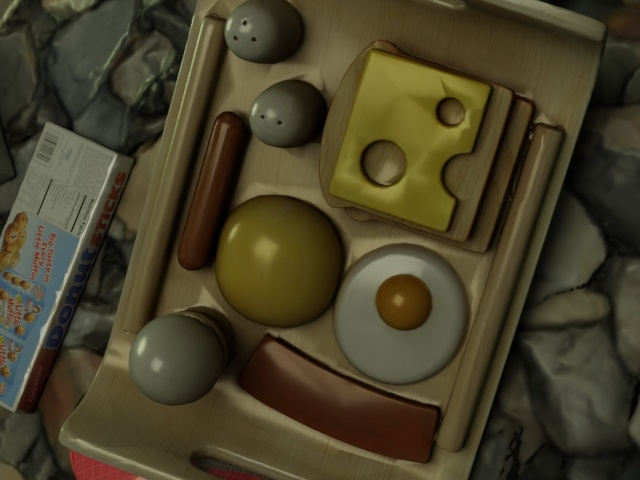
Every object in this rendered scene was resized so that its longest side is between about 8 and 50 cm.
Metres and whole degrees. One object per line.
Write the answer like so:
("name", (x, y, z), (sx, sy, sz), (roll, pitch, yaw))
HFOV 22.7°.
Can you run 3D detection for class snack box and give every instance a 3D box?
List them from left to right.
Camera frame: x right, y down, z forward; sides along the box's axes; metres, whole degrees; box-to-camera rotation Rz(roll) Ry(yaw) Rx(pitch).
("snack box", (-0.181, 0.017, 1.024), (0.064, 0.022, 0.178), (25, 95, 28))

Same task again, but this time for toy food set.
("toy food set", (0.000, 0.000, 0.831), (0.220, 0.092, 0.306), (19, 104, 10))

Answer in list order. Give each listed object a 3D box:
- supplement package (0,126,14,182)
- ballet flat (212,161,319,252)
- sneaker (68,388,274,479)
("supplement package", (-0.312, -0.060, 1.058), (0.179, 0.105, 0.105), (-27, 71, 22))
("ballet flat", (0.008, -0.029, 0.910), (0.203, 0.074, 0.074), (-32, 69, 14))
("sneaker", (-0.052, 0.189, 0.866), (0.116, 0.136, 0.314), (-47, 65, 14))
